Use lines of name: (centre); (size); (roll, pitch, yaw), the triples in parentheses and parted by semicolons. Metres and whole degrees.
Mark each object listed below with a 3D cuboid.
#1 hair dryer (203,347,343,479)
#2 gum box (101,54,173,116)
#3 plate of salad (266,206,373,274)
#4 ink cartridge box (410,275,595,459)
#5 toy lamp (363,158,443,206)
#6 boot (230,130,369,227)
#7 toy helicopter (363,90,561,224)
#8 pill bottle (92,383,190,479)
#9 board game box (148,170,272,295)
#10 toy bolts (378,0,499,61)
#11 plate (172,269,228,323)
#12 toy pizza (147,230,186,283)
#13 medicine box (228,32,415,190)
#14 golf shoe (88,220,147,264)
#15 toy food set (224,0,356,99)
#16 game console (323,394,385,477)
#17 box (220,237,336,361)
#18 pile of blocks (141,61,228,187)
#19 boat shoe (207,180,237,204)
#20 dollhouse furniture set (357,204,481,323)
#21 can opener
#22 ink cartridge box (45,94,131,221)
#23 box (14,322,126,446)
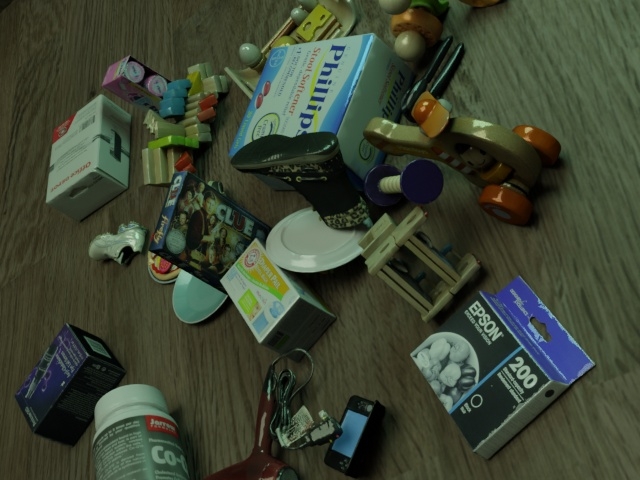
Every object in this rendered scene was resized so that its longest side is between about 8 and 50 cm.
hair dryer: (-0.085, 0.344, 1.486); (0.293, 0.080, 0.223); (-44, 34, 9)
gum box: (-0.434, -0.376, 2.207); (0.107, 0.188, 0.062); (-10, 58, 48)
plate of salad: (0.000, 0.000, 1.609); (0.200, 0.048, 0.200); (-9, 37, 7)
ink cartridge box: (0.257, 0.173, 1.288); (0.208, 0.045, 0.206); (-44, 41, 10)
toy lamp: (0.128, -0.096, 1.486); (0.080, 0.080, 0.275); (-60, 10, -6)
boot: (-0.037, -0.101, 1.576); (0.236, 0.178, 0.085); (-1, 43, 38)
toy helicopter: (0.190, -0.158, 1.425); (0.355, 0.235, 0.140); (17, 77, 48)
pill bottle: (-0.324, 0.409, 1.595); (0.161, 0.161, 0.283); (-40, 43, 17)
board game box: (-0.203, -0.004, 1.690); (0.042, 0.243, 0.165); (-9, 59, 41)
toy bolts: (0.200, -0.441, 1.619); (0.218, 0.228, 0.158); (3, 66, 36)
plate: (-0.233, 0.087, 1.828); (0.188, 0.024, 0.188); (-24, 49, 32)
toy pizza: (-0.320, 0.000, 1.961); (0.201, 0.032, 0.201); (-24, 49, 31)
medicine box: (0.001, -0.244, 1.729); (0.289, 0.149, 0.263); (3, 67, 45)
golf shoe: (-0.484, 0.023, 2.080); (0.176, 0.069, 0.086); (-26, 54, 31)
toy food set: (-0.073, -0.453, 1.981); (0.306, 0.092, 0.220); (-49, 41, 8)
game console: (0.047, 0.301, 1.382); (0.107, 0.071, 0.122); (12, 72, 47)
box: (-0.081, 0.105, 1.608); (0.114, 0.103, 0.203); (-50, 41, 8)
pile of blocks: (-0.308, -0.284, 2.050); (0.113, 0.149, 0.362); (-10, 57, 40)
boat shoe: (-0.204, -0.054, 1.860); (0.073, 0.080, 0.223); (-8, 34, -1)
dollhouse furniture set: (0.158, 0.021, 1.451); (0.129, 0.129, 0.183); (-47, 12, 8)
can opener: (0.211, -0.298, 1.640); (0.186, 0.059, 0.073); (-53, 13, -13)
ink cartridge box: (-0.604, -0.215, 2.312); (0.197, 0.114, 0.273); (-29, 46, 26)
box: (-0.543, 0.312, 1.910); (0.207, 0.108, 0.153); (-55, 41, 0)
